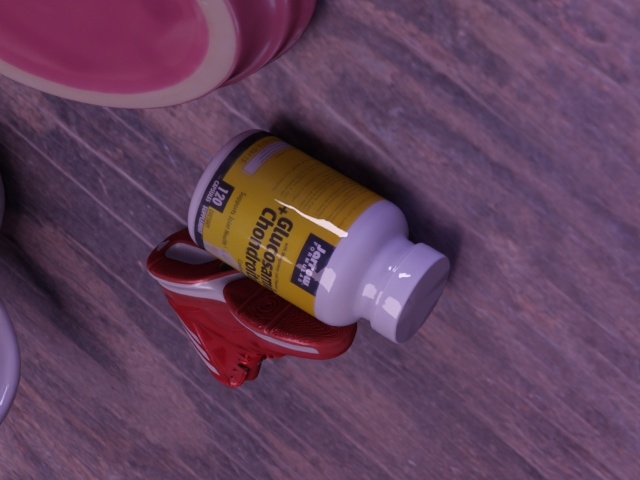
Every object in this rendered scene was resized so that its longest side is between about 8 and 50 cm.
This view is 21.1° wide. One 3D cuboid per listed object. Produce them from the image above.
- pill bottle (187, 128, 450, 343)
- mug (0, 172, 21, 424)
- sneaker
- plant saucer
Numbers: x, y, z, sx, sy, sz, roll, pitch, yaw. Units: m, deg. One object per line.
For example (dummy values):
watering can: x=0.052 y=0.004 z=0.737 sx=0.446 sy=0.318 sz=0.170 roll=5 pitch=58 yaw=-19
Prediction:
pill bottle: x=0.000 y=0.000 z=1.281 sx=0.184 sy=0.103 sz=0.103 roll=30 pitch=140 yaw=20
mug: x=-0.426 y=0.046 z=1.546 sx=0.276 sy=0.328 sz=0.374 roll=-21 pitch=109 yaw=51
sneaker: x=-0.040 y=0.071 z=1.422 sx=0.221 sy=0.087 sz=0.128 roll=26 pitch=149 yaw=43
plant saucer: x=-0.166 y=-0.193 z=1.166 sx=0.332 sy=0.084 sz=0.332 roll=12 pitch=151 yaw=7
